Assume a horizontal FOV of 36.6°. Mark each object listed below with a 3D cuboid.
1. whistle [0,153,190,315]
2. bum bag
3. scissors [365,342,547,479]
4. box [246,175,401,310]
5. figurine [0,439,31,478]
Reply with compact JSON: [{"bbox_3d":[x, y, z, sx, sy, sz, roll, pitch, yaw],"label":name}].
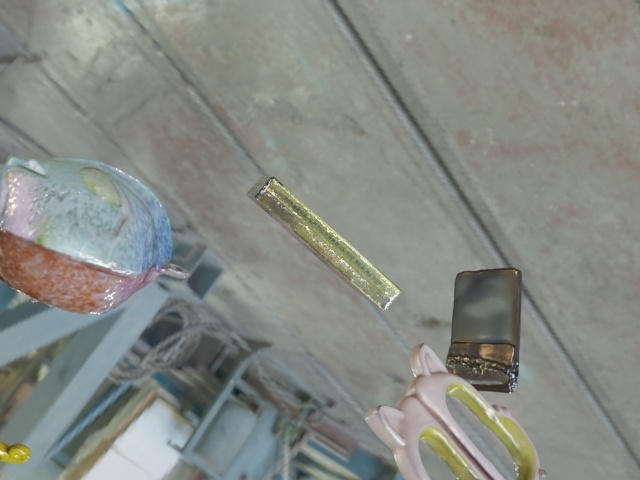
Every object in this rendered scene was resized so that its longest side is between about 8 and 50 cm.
[{"bbox_3d":[-0.267,-0.024,0.801,0.346,0.133,0.142,19,-151,-24],"label":"whistle"},{"bbox_3d":[0.206,0.113,1.226,0.026,0.159,0.109,16,164,-41],"label":"bum bag"},{"bbox_3d":[0.157,0.217,0.699,0.317,0.160,0.024,49,126,-2],"label":"scissors"},{"bbox_3d":[0.000,0.000,0.758,0.133,0.023,0.090,42,179,-11],"label":"box"},{"bbox_3d":[-0.399,0.152,0.990,0.156,0.131,0.246,11,128,44],"label":"figurine"}]
